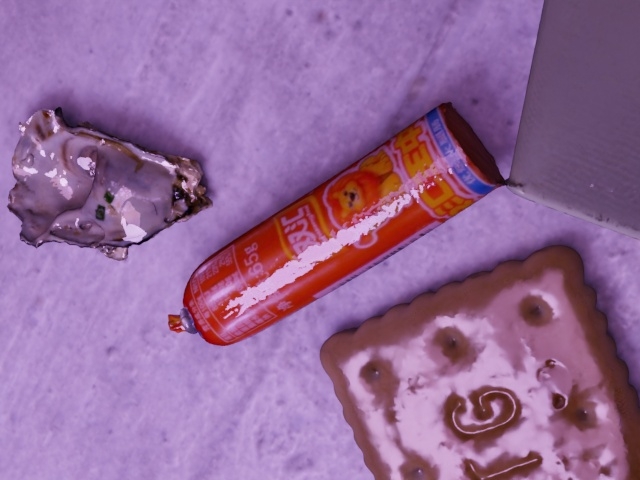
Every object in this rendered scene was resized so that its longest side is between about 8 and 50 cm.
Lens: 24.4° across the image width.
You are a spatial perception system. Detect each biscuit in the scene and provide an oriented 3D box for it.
[{"bbox_3d":[0.149,0.183,1.079,0.217,0.044,0.324,-23,91,17],"label":"biscuit"}]

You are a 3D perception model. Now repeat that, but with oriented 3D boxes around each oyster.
[{"bbox_3d":[-0.168,-0.034,1.136,0.166,0.053,0.108,17,84,21],"label":"oyster"}]

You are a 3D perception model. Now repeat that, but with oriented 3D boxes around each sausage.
[{"bbox_3d":[0.000,0.000,1.082,0.274,0.074,0.074,-32,88,19],"label":"sausage"}]

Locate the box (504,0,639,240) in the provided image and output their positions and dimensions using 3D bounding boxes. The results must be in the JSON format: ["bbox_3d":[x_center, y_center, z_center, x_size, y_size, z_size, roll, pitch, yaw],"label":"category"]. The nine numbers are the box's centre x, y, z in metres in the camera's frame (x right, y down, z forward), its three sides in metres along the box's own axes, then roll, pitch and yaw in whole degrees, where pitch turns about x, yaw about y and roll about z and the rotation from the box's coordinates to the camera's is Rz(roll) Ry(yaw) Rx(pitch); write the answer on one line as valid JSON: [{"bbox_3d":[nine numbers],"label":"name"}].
[{"bbox_3d":[0.307,-0.149,0.867,0.352,0.177,0.343,23,107,35],"label":"box"}]
